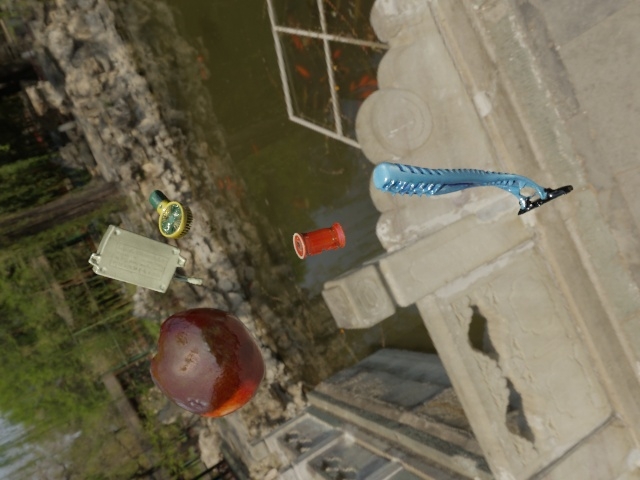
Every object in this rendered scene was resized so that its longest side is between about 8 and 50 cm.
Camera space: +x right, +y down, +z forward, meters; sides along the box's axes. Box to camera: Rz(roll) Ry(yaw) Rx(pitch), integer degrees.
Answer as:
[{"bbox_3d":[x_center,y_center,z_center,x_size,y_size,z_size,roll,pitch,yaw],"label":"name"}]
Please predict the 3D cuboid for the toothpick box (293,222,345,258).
[{"bbox_3d":[0.000,0.000,0.906,0.047,0.083,0.047,47,145,49],"label":"toothpick box"}]

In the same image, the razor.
[{"bbox_3d":[0.173,-0.064,0.618,0.082,0.253,0.042,-37,56,58],"label":"razor"}]

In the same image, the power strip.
[{"bbox_3d":[-0.256,0.036,0.804,0.042,0.175,0.075,9,78,59],"label":"power strip"}]

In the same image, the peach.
[{"bbox_3d":[-0.226,0.246,1.103,0.199,0.243,0.244,-69,-34,-62],"label":"peach"}]

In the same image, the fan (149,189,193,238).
[{"bbox_3d":[-0.346,-0.066,1.216,0.155,0.082,0.039,43,-165,33],"label":"fan"}]
